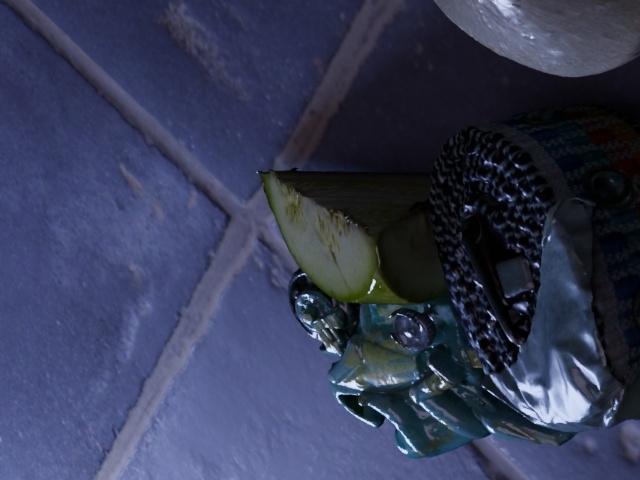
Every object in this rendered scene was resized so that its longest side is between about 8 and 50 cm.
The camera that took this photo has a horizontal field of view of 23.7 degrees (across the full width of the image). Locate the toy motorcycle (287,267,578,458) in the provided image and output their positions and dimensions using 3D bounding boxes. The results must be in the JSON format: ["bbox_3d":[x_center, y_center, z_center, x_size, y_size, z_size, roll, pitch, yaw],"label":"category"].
[{"bbox_3d":[0.096,0.118,1.371,0.297,0.109,0.198,5,118,40],"label":"toy motorcycle"}]

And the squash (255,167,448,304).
[{"bbox_3d":[0.000,0.000,1.335,0.252,0.169,0.093,4,110,38],"label":"squash"}]

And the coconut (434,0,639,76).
[{"bbox_3d":[0.169,-0.241,1.009,0.245,0.247,0.244,21,125,33],"label":"coconut"}]

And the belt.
[{"bbox_3d":[0.194,0.021,1.163,0.257,0.150,0.207,66,155,20],"label":"belt"}]
